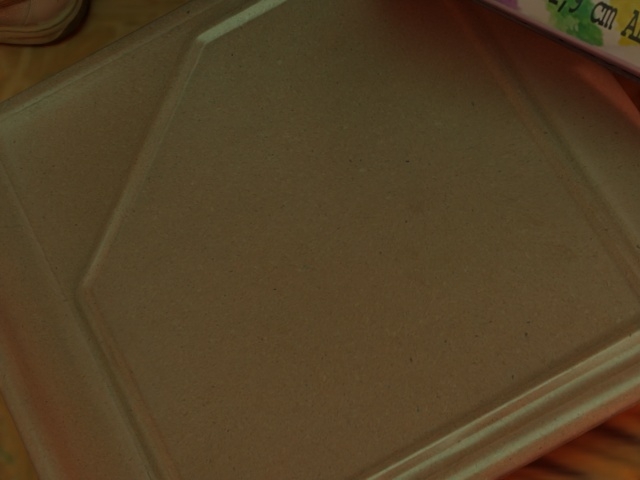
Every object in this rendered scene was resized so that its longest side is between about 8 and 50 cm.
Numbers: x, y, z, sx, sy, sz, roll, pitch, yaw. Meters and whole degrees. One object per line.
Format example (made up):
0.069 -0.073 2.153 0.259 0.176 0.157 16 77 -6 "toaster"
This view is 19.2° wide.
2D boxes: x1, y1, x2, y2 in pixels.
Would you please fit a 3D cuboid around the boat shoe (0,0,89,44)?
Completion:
-0.159 -0.103 0.734 0.135 0.045 0.050 -3 63 12 "boat shoe"

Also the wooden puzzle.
0.000 0.000 0.652 0.238 0.044 0.221 -26 61 -6 "wooden puzzle"

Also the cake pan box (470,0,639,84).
0.160 -0.159 0.600 0.266 0.070 0.246 28 95 12 "cake pan box"
